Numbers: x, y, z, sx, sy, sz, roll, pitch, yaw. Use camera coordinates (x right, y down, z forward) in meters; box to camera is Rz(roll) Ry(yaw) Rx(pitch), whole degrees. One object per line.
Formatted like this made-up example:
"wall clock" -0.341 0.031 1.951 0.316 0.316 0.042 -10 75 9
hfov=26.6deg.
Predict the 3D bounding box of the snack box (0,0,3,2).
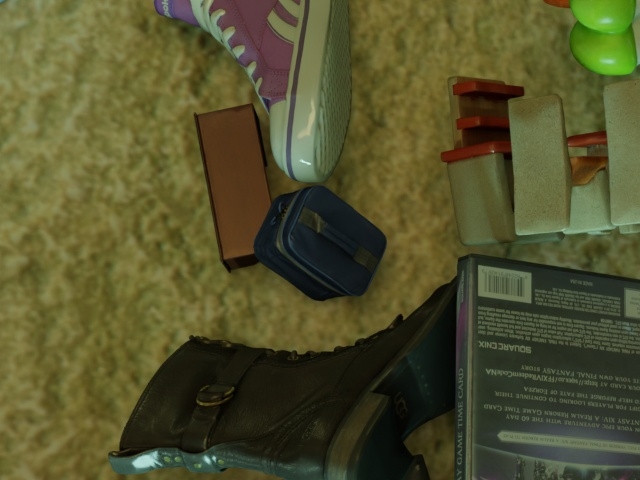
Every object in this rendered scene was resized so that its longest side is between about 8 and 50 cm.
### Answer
"snack box" -0.278 -0.274 1.201 0.141 0.037 0.100 -26 77 1

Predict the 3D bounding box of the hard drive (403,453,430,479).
"hard drive" 0.049 0.233 0.983 0.094 0.022 0.135 -15 68 -3

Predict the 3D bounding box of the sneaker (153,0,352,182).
"sneaker" -0.058 -0.163 1.113 0.161 0.102 0.282 -6 58 9

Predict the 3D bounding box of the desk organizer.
"desk organizer" -0.067 -0.044 1.123 0.050 0.047 0.130 -12 77 2

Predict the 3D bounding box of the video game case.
"video game case" 0.189 0.156 1.006 0.196 0.026 0.274 9 75 -23

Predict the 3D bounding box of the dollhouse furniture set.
"dollhouse furniture set" 0.218 -0.073 0.997 0.259 0.262 0.135 -6 87 43

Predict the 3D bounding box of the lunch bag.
"lunch bag" 0.000 0.000 1.070 0.098 0.065 0.067 35 64 -27

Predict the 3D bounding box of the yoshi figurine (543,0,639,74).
"yoshi figurine" 0.314 -0.224 0.976 0.203 0.203 0.362 51 54 -13

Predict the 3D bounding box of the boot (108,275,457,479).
"boot" -0.016 0.100 1.050 0.229 0.091 0.263 7 36 33
